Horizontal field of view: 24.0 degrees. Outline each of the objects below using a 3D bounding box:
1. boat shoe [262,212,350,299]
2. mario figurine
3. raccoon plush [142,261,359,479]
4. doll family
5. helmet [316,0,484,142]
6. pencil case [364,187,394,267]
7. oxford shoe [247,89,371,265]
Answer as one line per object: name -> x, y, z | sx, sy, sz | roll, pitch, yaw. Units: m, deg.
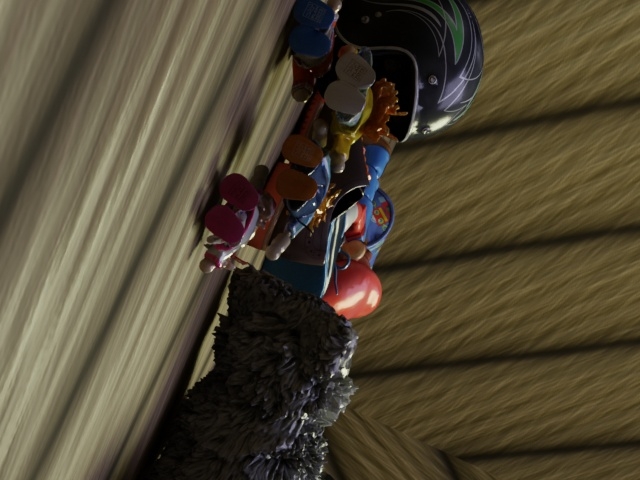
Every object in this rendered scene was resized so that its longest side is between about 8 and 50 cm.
boat shoe -> 0.000, 0.000, 1.918 | 0.089, 0.109, 0.258 | -44, 163, -49
mario figurine -> 0.004, -0.022, 2.102 | 0.321, 0.170, 0.198 | -76, 148, -43
raccoon plush -> -0.094, 0.243, 1.566 | 0.446, 0.216, 0.299 | -61, 167, -47
doll family -> -0.004, -0.074, 1.287 | 0.163, 0.118, 0.263 | 80, 34, -84
helmet -> 0.088, -0.188, 1.534 | 0.169, 0.161, 0.169 | 24, 90, -86
pencil case -> 0.043, 0.005, 2.547 | 0.133, 0.119, 0.306 | -42, 169, -18
oxford shoe -> 0.014, -0.087, 1.625 | 0.097, 0.098, 0.271 | 107, 8, -64
